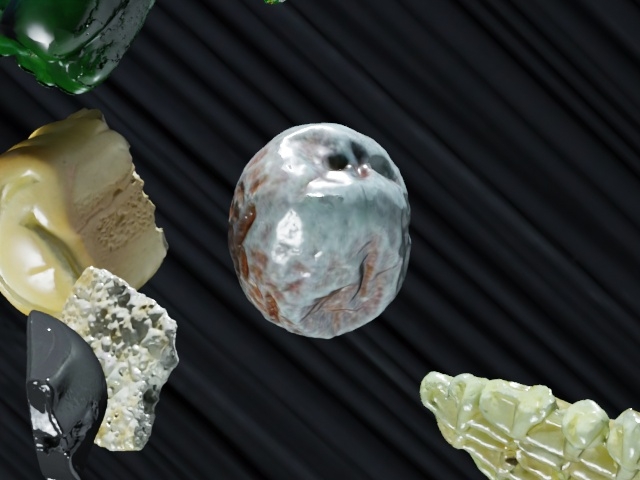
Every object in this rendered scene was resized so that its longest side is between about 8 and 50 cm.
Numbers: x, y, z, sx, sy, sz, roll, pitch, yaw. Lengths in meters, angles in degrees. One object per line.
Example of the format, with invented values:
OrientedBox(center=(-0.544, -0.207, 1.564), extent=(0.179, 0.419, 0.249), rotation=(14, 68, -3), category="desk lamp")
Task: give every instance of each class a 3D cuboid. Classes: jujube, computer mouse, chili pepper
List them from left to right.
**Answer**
OrientedBox(center=(-0.293, 0.170, 1.495), extent=(0.088, 0.147, 0.264), rotation=(-9, 29, -4), category="computer mouse")
OrientedBox(center=(-0.380, -0.363, 1.953), extent=(0.249, 0.233, 0.256), rotation=(5, 69, 44), category="chili pepper")
OrientedBox(center=(-0.001, -0.007, 1.715), extent=(0.247, 0.215, 0.308), rotation=(-15, -36, -23), category="jujube")

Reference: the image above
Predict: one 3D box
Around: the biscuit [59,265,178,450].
OrientedBox(center=(-0.256, 0.144, 1.639), extent=(0.188, 0.265, 0.040), rotation=(-23, -28, 18), category="biscuit")

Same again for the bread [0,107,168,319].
OrientedBox(center=(-0.410, -0.018, 2.021), extent=(0.211, 0.315, 0.270), rotation=(-5, 29, 37), category="bread")

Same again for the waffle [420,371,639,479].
OrientedBox(center=(0.242, 0.211, 1.131), extent=(0.309, 0.292, 0.056), rotation=(2, 54, 53), category="waffle")

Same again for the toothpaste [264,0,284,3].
OrientedBox(center=(-0.084, -0.449, 1.959), extent=(0.037, 0.178, 0.043), rotation=(-11, -8, -39), category="toothpaste")
